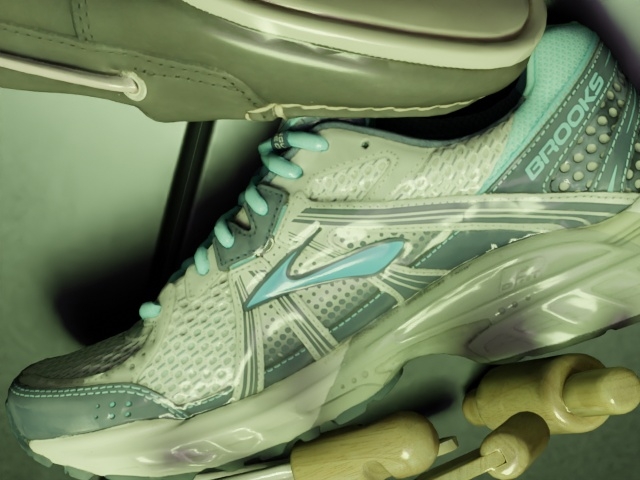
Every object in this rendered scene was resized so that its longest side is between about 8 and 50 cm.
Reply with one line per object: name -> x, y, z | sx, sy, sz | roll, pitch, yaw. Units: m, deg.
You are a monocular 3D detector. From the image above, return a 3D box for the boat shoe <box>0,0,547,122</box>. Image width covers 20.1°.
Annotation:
boat shoe -> -0.089, -0.098, 0.652 | 0.335, 0.112, 0.095 | 15, 135, 0

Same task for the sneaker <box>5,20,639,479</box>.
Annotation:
sneaker -> 0.000, 0.000, 0.707 | 0.283, 0.110, 0.122 | -22, 103, 5

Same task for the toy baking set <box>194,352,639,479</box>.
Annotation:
toy baking set -> 0.008, 0.084, 0.700 | 0.197, 0.256, 0.030 | -16, 87, -10
